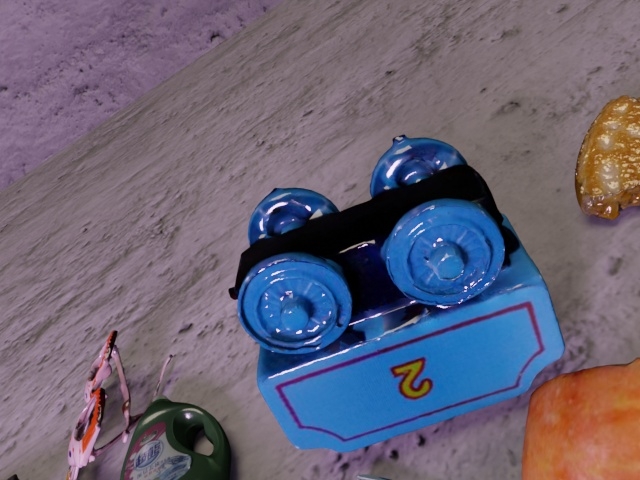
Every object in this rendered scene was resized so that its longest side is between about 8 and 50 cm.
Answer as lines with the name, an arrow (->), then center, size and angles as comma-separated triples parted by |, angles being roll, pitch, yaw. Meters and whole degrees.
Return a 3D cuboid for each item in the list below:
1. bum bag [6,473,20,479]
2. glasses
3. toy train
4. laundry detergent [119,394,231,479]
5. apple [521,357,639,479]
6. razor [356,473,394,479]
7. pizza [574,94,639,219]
bum bag -> -0.480, 0.393, 0.860 | 0.326, 0.080, 0.142 | -31, -5, 3
glasses -> -0.287, 0.236, 0.946 | 0.162, 0.095, 0.255 | -53, 22, 26
toy train -> 0.062, 0.063, 0.695 | 0.300, 0.265, 0.188 | -21, 28, 9
laundry detergent -> -0.176, 0.254, 0.829 | 0.137, 0.063, 0.211 | -31, 29, 0
apple -> 0.239, 0.187, 0.377 | 0.251, 0.293, 0.163 | -11, 53, 35
razor -> 0.110, 0.243, 0.622 | 0.191, 0.037, 0.068 | 0, 84, 46
pizza -> 0.412, -0.096, 0.821 | 0.199, 0.062, 0.188 | 9, 62, 39
